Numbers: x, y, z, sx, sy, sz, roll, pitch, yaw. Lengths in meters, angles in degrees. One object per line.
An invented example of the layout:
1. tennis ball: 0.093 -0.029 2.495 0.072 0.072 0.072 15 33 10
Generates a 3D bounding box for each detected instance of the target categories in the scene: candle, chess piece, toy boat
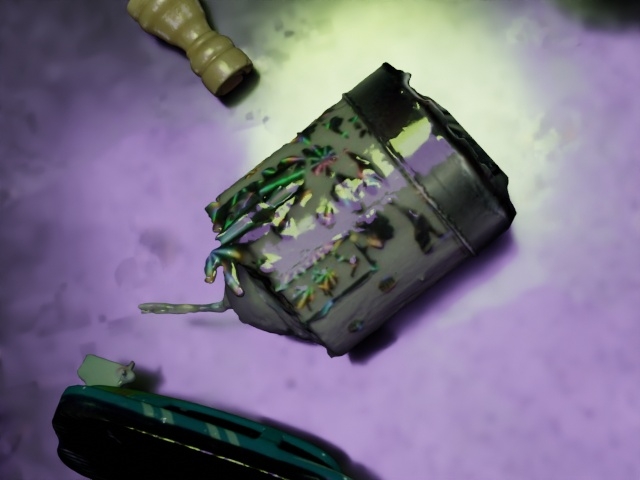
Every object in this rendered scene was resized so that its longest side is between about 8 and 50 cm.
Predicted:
1. candle: 0.000 0.000 1.193 0.330 0.187 0.187 -38 79 3
2. chess piece: -0.120 -0.196 1.299 0.066 0.066 0.122 -44 84 1
3. toy boat: -0.084 0.187 1.221 0.298 0.134 0.092 17 51 6
